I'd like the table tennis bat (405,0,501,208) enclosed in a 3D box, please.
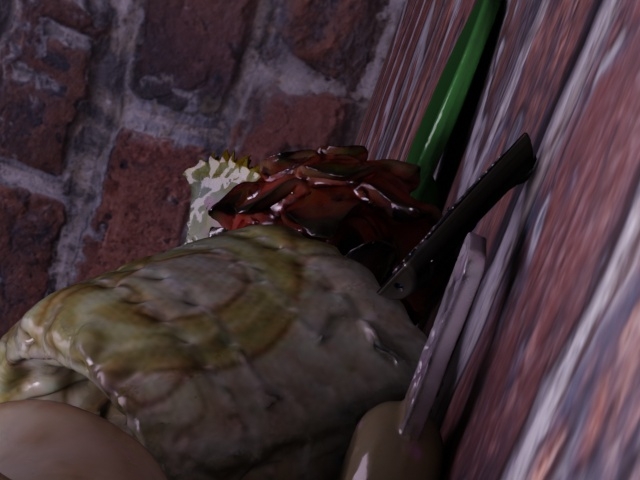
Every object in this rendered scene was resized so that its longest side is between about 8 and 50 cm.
[{"bbox_3d":[0.063,-0.045,1.182,0.160,0.039,0.257,112,-179,-55],"label":"table tennis bat"}]

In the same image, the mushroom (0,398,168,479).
[{"bbox_3d":[-0.161,0.183,0.592,0.356,0.315,0.315,46,124,50],"label":"mushroom"}]

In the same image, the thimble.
[{"bbox_3d":[-0.048,0.074,0.861,0.190,0.143,0.137,7,112,55],"label":"thimble"}]

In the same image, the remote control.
[{"bbox_3d":[0.056,-0.008,0.762,0.091,0.016,0.034,-45,-1,-35],"label":"remote control"}]

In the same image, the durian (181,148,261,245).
[{"bbox_3d":[-0.060,0.069,1.703,0.172,0.166,0.306,105,173,-78],"label":"durian"}]

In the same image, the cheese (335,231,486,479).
[{"bbox_3d":[0.029,0.085,0.758,0.097,0.037,0.192,-78,6,-67],"label":"cheese"}]

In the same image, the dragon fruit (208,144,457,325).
[{"bbox_3d":[0.006,0.004,1.011,0.130,0.121,0.142,-49,0,31],"label":"dragon fruit"}]
